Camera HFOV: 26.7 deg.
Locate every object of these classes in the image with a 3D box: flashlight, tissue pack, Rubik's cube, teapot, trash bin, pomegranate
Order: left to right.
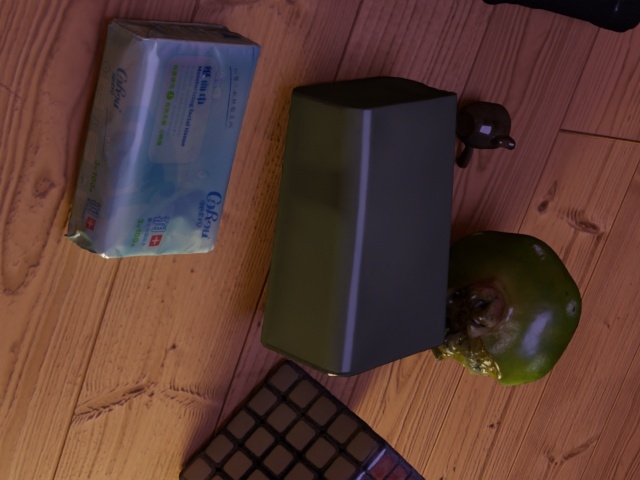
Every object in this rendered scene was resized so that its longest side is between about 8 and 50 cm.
[{"bbox_3d":[-0.176,-0.112,1.527,0.177,0.089,0.263,-4,119,-44],"label":"tissue pack"},{"bbox_3d":[-0.012,0.352,1.875,0.238,0.237,0.237,-48,140,-10],"label":"Rubik's cube"},{"bbox_3d":[0.061,-0.024,1.723,0.223,0.158,0.344,-13,116,-44],"label":"trash bin"},{"bbox_3d":[0.223,-0.140,1.903,0.080,0.085,0.110,0,135,-42],"label":"teapot"},{"bbox_3d":[0.248,0.093,1.942,0.236,0.236,0.302,-60,157,5],"label":"pomegranate"},{"bbox_3d":[0.303,-0.353,1.830,0.424,0.103,0.103,3,113,-46],"label":"flashlight"}]
